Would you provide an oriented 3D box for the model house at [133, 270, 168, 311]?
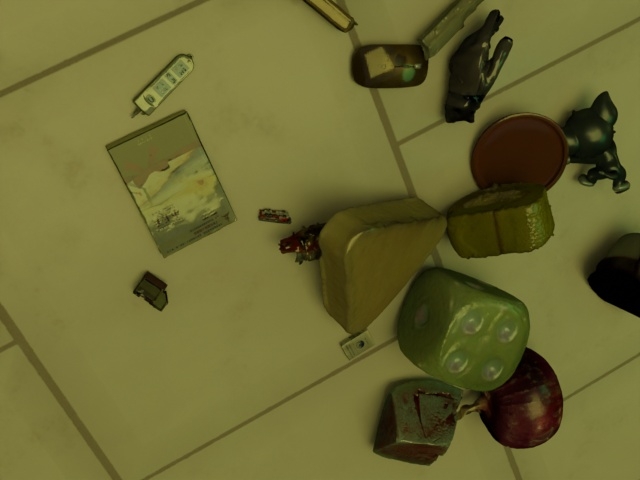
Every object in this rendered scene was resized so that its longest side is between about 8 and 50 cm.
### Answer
[{"bbox_3d":[-0.390,0.120,1.740,0.083,0.057,0.058,34,68,-7],"label":"model house"}]

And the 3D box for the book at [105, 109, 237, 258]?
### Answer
[{"bbox_3d":[-0.334,-0.127,1.684,0.201,0.026,0.290,-28,114,-10],"label":"book"}]

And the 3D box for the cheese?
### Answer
[{"bbox_3d":[0.120,0.073,1.809,0.384,0.104,0.384,-32,145,-26],"label":"cheese"}]

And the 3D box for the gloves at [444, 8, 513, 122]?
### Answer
[{"bbox_3d":[0.378,-0.413,1.780,0.119,0.142,0.286,6,107,-50],"label":"gloves"}]

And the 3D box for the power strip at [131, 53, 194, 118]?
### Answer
[{"bbox_3d":[-0.345,-0.335,1.607,0.191,0.030,0.047,-46,115,0],"label":"power strip"}]

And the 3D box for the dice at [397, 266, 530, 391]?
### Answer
[{"bbox_3d":[0.365,0.224,1.919,0.249,0.254,0.252,18,100,-24],"label":"dice"}]

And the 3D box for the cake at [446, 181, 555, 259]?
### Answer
[{"bbox_3d":[0.454,-0.051,1.877,0.260,0.179,0.156,-5,111,30],"label":"cake"}]

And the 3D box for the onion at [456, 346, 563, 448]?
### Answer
[{"bbox_3d":[0.558,0.425,2.067,0.272,0.256,0.231,-26,131,-31],"label":"onion"}]

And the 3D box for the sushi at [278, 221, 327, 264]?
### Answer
[{"bbox_3d":[0.000,0.003,1.802,0.226,0.097,0.103,-9,111,-24],"label":"sushi"}]

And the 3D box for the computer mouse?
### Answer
[{"bbox_3d":[0.170,-0.413,1.751,0.198,0.045,0.102,-4,110,-18],"label":"computer mouse"}]

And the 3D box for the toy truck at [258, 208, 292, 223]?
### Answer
[{"bbox_3d":[-0.108,-0.057,1.787,0.083,0.024,0.032,4,129,-18],"label":"toy truck"}]

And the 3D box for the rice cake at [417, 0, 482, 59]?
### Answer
[{"bbox_3d":[0.325,-0.533,1.748,0.256,0.052,0.057,-47,128,-7],"label":"rice cake"}]

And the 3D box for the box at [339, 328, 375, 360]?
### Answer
[{"bbox_3d":[0.098,0.275,1.973,0.083,0.024,0.054,-31,113,-6],"label":"box"}]

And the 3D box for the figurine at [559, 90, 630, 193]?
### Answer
[{"bbox_3d":[0.719,-0.230,1.955,0.193,0.140,0.265,-27,92,11],"label":"figurine"}]

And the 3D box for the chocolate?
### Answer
[{"bbox_3d":[0.926,0.090,2.084,0.283,0.283,0.186,41,73,-26],"label":"chocolate"}]

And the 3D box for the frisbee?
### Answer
[{"bbox_3d":[0.513,-0.213,1.910,0.250,0.021,0.251,0,120,-1],"label":"frisbee"}]

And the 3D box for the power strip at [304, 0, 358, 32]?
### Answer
[{"bbox_3d":[-0.041,-0.552,1.619,0.305,0.064,0.044,34,99,-25],"label":"power strip"}]

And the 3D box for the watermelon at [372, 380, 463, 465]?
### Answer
[{"bbox_3d":[0.274,0.533,2.025,0.212,0.201,0.262,11,108,-13],"label":"watermelon"}]
